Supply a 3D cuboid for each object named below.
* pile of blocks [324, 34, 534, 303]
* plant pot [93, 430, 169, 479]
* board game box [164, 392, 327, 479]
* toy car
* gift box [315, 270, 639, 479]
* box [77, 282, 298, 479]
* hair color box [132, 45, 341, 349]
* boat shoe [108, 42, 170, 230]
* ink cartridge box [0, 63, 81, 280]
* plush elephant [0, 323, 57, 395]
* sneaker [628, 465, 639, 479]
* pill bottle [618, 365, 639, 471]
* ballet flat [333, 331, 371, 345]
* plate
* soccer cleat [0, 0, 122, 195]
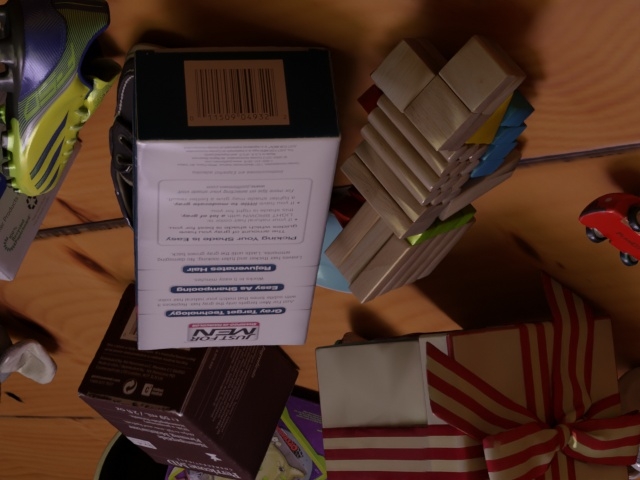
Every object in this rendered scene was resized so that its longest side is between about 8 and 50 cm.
[{"bbox_3d":[0.088,-0.086,1.322,0.112,0.149,0.362,51,153,16],"label":"pile of blocks"},{"bbox_3d":[-0.218,0.371,2.347,0.275,0.275,0.293,27,171,-10],"label":"plant pot"},{"bbox_3d":[-0.034,0.315,2.104,0.347,0.208,0.056,16,178,16],"label":"board game box"},{"bbox_3d":[0.338,0.036,1.398,0.239,0.053,0.225,20,156,8],"label":"toy car"},{"bbox_3d":[0.153,0.180,1.570,0.255,0.276,0.258,-10,-179,-37],"label":"gift box"},{"bbox_3d":[-0.164,0.180,1.977,0.168,0.167,0.203,6,151,32],"label":"box"},{"bbox_3d":[-0.086,-0.029,1.436,0.174,0.105,0.347,-1,146,-7],"label":"hair color box"},{"bbox_3d":[-0.156,-0.088,1.513,0.103,0.092,0.285,21,156,2],"label":"boat shoe"},{"bbox_3d":[-0.390,-0.129,1.526,0.069,0.176,0.371,6,151,33],"label":"ink cartridge box"},{"bbox_3d":[-0.543,0.193,2.256,0.272,0.330,0.255,30,-179,16],"label":"plush elephant"},{"bbox_3d":[0.352,0.279,1.893,0.118,0.042,0.067,6,148,48],"label":"sneaker"},{"bbox_3d":[0.356,0.197,1.680,0.078,0.078,0.137,13,153,21],"label":"pill bottle"},{"bbox_3d":[0.086,0.189,1.896,0.106,0.107,0.316,-4,156,8],"label":"ballet flat"},{"bbox_3d":[0.000,0.000,1.646,0.188,0.024,0.188,19,155,9],"label":"plate"},{"bbox_3d":[-0.248,-0.130,1.481,0.121,0.093,0.289,-8,151,-14],"label":"soccer cleat"}]
